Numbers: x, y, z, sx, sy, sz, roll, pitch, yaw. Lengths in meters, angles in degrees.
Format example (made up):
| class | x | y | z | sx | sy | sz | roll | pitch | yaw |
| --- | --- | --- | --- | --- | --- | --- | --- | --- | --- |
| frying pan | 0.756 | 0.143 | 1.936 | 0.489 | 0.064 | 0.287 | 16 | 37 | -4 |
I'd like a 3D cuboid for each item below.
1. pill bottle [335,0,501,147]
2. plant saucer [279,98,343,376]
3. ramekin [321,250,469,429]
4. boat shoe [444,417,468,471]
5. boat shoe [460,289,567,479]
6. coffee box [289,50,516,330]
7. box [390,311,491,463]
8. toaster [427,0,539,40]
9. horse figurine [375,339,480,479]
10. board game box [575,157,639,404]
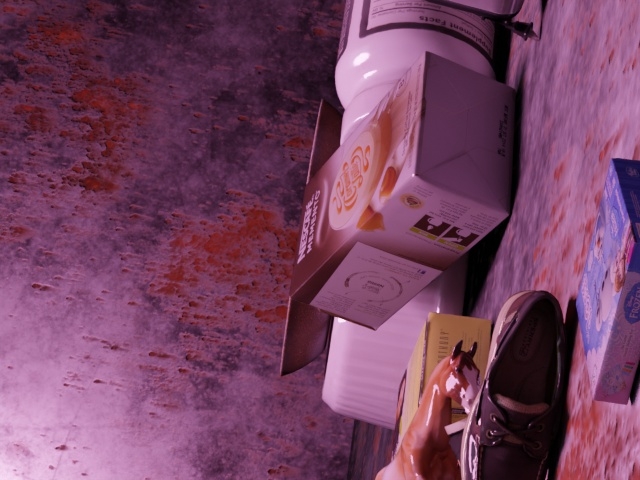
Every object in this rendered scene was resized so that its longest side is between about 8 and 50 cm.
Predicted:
| class | x | y | z | sx | sy | sz | roll | pitch | yaw |
| --- | --- | --- | --- | --- | --- | --- | --- | --- | --- |
| pill bottle | 0.100 | -0.199 | 1.461 | 0.162 | 0.162 | 0.279 | 99 | 179 | -57 |
| plant saucer | 0.000 | 0.000 | 1.607 | 0.310 | 0.050 | 0.311 | -171 | 90 | -89 |
| ramekin | 0.077 | 0.076 | 1.555 | 0.273 | 0.127 | 0.273 | 8 | -90 | -89 |
| boat shoe | 0.120 | 0.132 | 0.981 | 0.133 | 0.048 | 0.042 | 122 | 129 | -72 |
| boat shoe | 0.116 | 0.102 | 0.873 | 0.049 | 0.056 | 0.152 | 71 | -153 | -80 |
| coffee box | 0.072 | -0.038 | 1.326 | 0.246 | 0.098 | 0.141 | -47 | 29 | 51 |
| box | 0.105 | 0.144 | 1.310 | 0.232 | 0.058 | 0.087 | 101 | 177 | -66 |
| toaster | 0.115 | -0.276 | 1.219 | 0.168 | 0.185 | 0.110 | -71 | -5 | -46 |
| horse figurine | 0.085 | 0.222 | 1.175 | 0.263 | 0.066 | 0.175 | 101 | 164 | -53 |
| board game box | 0.148 | 0.019 | 0.717 | 0.090 | 0.020 | 0.090 | -83 | 0 | -61 |
